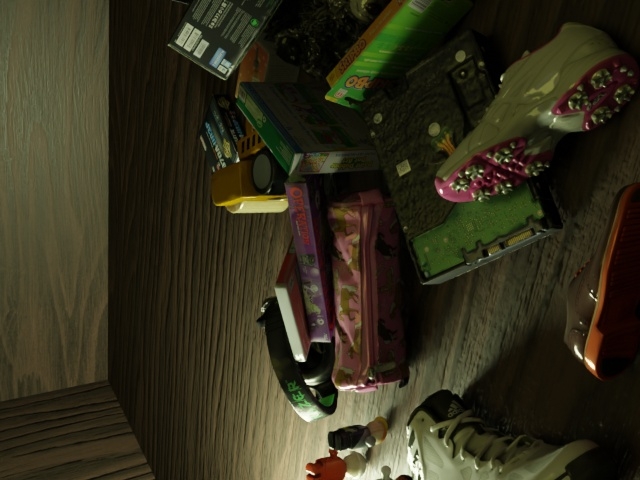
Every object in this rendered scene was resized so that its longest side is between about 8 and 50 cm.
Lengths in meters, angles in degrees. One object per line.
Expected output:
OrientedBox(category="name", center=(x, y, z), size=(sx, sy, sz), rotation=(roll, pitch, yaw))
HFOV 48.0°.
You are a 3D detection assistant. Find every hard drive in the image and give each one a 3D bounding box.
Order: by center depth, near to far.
OrientedBox(category="hard drive", center=(0.212, -0.127, 1.138), size=(0.237, 0.064, 0.339), rotation=(-30, 68, 36))

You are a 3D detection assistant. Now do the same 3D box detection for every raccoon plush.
OrientedBox(category="raccoon plush", center=(0.017, -0.507, 1.338), size=(0.446, 0.216, 0.299), rotation=(59, 135, 35))

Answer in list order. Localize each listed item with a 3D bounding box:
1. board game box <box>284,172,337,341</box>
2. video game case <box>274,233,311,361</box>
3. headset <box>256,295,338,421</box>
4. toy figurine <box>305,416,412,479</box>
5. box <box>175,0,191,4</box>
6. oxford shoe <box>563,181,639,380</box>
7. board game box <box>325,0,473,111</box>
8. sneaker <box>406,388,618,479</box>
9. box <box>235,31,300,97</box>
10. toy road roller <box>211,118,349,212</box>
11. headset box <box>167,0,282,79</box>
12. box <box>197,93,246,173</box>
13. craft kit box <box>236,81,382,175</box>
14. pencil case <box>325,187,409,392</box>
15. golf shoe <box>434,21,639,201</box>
OrientedBox(category="board game box", center=(0.000, 0.000, 1.415), size=(0.056, 0.208, 0.347), rotation=(2, 121, 18))
OrientedBox(category="video game case", center=(-0.029, 0.069, 1.440), size=(0.285, 0.025, 0.204), rotation=(-74, -22, -48))
OrientedBox(category="headset", center=(-0.063, 0.228, 1.590), size=(0.243, 0.185, 0.394), rotation=(59, -164, -29))
OrientedBox(category="toy figurine", center=(0.089, 0.496, 1.489), size=(0.213, 0.148, 0.210), rotation=(58, 136, 39))
OrientedBox(category="box", center=(-0.228, -0.613, 1.734), size=(0.261, 0.184, 0.103), rotation=(35, 123, 52))
OrientedBox(category="oxford shoe", center=(0.371, 0.047, 0.946), size=(0.098, 0.096, 0.271), rotation=(-139, 49, -56))
OrientedBox(category="board game box", center=(0.121, -0.318, 1.182), size=(0.259, 0.124, 0.039), rotation=(-47, 54, 29))
OrientedBox(category="sneaker", center=(0.251, 0.341, 1.140), size=(0.258, 0.169, 0.447), rotation=(65, 148, 24))
OrientedBox(category="box", center=(-0.126, -0.389, 1.700), size=(0.130, 0.091, 0.171), rotation=(52, 139, 41))
OrientedBox(category="toy road roller", center=(-0.096, -0.200, 1.586), size=(0.329, 0.202, 0.241), rotation=(-15, 79, 55))
OrientedBox(category="headset box", center=(-0.145, -0.492, 1.358), size=(0.246, 0.131, 0.283), rotation=(-44, 24, 40))
OrientedBox(category="box", center=(-0.269, -0.272, 2.011), size=(0.220, 0.051, 0.175), rotation=(66, 146, 25))
OrientedBox(category="craft kit box", center=(-0.001, -0.221, 1.370), size=(0.250, 0.246, 0.061), rotation=(55, 142, 39))
OrientedBox(category="pencil case", center=(0.090, 0.091, 1.373), size=(0.167, 0.160, 0.386), rotation=(6, 101, 48))
OrientedBox(category="golf shoe", center=(0.279, -0.172, 0.993), size=(0.306, 0.115, 0.140), rotation=(-37, 48, 26))
